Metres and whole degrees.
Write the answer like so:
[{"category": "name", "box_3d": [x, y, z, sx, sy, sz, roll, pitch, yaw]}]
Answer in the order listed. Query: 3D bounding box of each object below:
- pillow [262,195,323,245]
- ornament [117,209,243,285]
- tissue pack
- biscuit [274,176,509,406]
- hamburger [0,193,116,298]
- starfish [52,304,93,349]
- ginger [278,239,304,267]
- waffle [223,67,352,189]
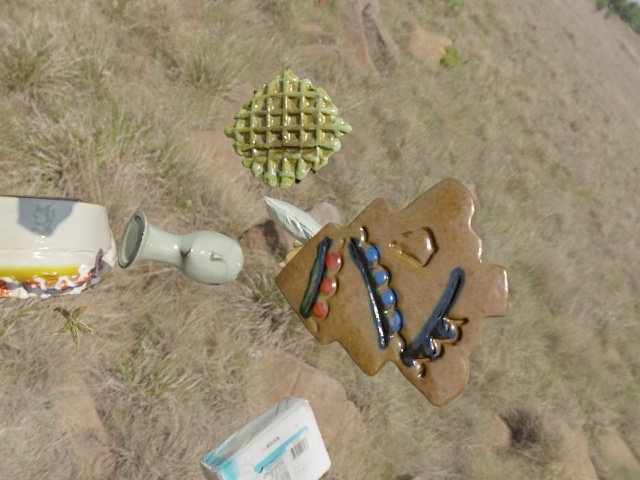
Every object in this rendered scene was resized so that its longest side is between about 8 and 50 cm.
[{"category": "pillow", "box_3d": [0.000, 0.000, 0.873, 0.229, 0.050, 0.128, 35, -4, 12]}, {"category": "ornament", "box_3d": [-0.168, 0.016, 0.653, 0.156, 0.081, 0.074, 20, 75, -42]}, {"category": "tissue pack", "box_3d": [-0.122, 0.518, 1.192, 0.271, 0.124, 0.201, -27, 105, -38]}, {"category": "biscuit", "box_3d": [0.079, 0.063, 0.650, 0.043, 0.302, 0.277, 19, 70, -69]}, {"category": "hamburger", "box_3d": [-0.459, 0.003, 0.750, 0.296, 0.227, 0.151, 1, 97, -14]}, {"category": "starfish", "box_3d": [-0.408, 0.132, 0.844, 0.092, 0.086, 0.016, 32, 15, 17]}, {"category": "ginger", "box_3d": [0.000, 0.036, 1.165, 0.193, 0.176, 0.052, -36, 57, -15]}, {"category": "waffle", "box_3d": [-0.068, -0.211, 0.986, 0.208, 0.214, 0.054, 47, 12, 5]}]
